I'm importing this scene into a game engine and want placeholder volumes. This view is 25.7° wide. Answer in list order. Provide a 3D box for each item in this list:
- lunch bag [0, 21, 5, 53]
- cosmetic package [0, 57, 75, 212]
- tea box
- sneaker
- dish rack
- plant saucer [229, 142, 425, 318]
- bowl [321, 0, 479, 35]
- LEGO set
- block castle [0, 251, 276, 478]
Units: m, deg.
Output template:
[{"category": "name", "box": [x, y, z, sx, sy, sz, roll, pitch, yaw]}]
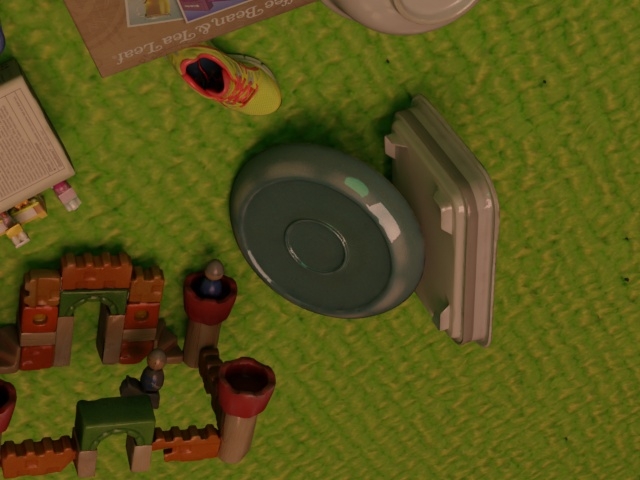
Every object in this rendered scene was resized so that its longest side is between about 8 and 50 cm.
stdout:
[{"category": "lunch bag", "box": [-0.523, -0.279, 1.760, 0.219, 0.090, 0.176, -21, 129, -4]}, {"category": "cosmetic package", "box": [-0.500, -0.095, 1.854, 0.310, 0.113, 0.160, -27, 116, -6]}, {"category": "tea box", "box": [-0.157, -0.410, 1.599, 0.329, 0.323, 0.220, -20, 142, 0]}, {"category": "sneaker", "box": [-0.134, -0.219, 1.945, 0.209, 0.094, 0.081, 25, 114, -36]}, {"category": "dish rack", "box": [0.168, -0.020, 2.087, 0.072, 0.285, 0.332, -17, 133, -15]}, {"category": "plant saucer", "box": [0.000, 0.000, 2.082, 0.318, 0.043, 0.317, 15, 132, 18]}, {"category": "bowl", "box": [0.136, -0.382, 1.865, 0.298, 0.134, 0.297, -15, 135, -15]}, {"category": "LEGO set", "box": [-0.482, -0.021, 1.955, 0.287, 0.132, 0.107, -40, 128, -15]}, {"category": "block castle", "box": [-0.318, 0.173, 2.061, 0.453, 0.303, 0.212, -2, 127, -20]}]
